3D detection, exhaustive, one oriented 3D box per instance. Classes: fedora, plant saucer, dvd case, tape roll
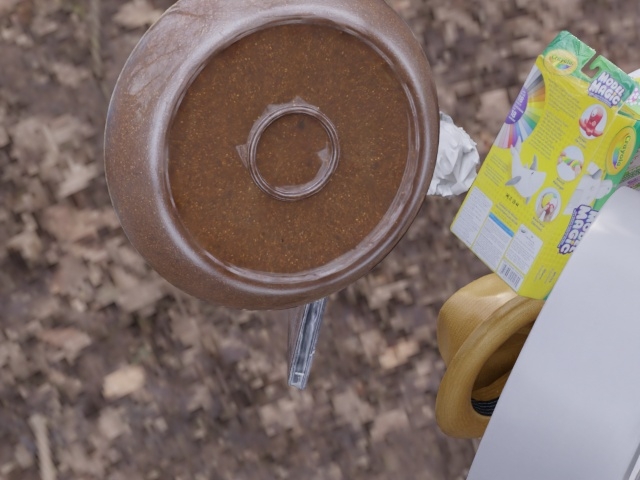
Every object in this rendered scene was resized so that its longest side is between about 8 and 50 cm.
[{"bbox_3d":[0.153,0.084,1.523,0.194,0.194,0.079,-35,58,-16],"label":"fedora"},{"bbox_3d":[-0.016,-0.044,0.833,0.168,0.168,0.029,-29,22,-10],"label":"plant saucer"},{"bbox_3d":[0.000,0.000,1.346,0.018,0.165,0.221,12,15,-5],"label":"dvd case"},{"bbox_3d":[0.149,0.084,0.956,0.072,0.219,0.219,26,57,15],"label":"tape roll"}]

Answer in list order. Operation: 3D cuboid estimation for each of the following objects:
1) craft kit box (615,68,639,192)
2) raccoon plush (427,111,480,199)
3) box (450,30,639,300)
[{"bbox_3d":[0.341,-0.117,1.508,0.249,0.246,0.061,-25,78,9],"label":"craft kit box"},{"bbox_3d":[0.029,-0.110,2.044,0.446,0.299,0.216,42,99,31],"label":"raccoon plush"},{"bbox_3d":[0.174,-0.057,1.327,0.043,0.179,0.105,10,25,-36],"label":"box"}]
